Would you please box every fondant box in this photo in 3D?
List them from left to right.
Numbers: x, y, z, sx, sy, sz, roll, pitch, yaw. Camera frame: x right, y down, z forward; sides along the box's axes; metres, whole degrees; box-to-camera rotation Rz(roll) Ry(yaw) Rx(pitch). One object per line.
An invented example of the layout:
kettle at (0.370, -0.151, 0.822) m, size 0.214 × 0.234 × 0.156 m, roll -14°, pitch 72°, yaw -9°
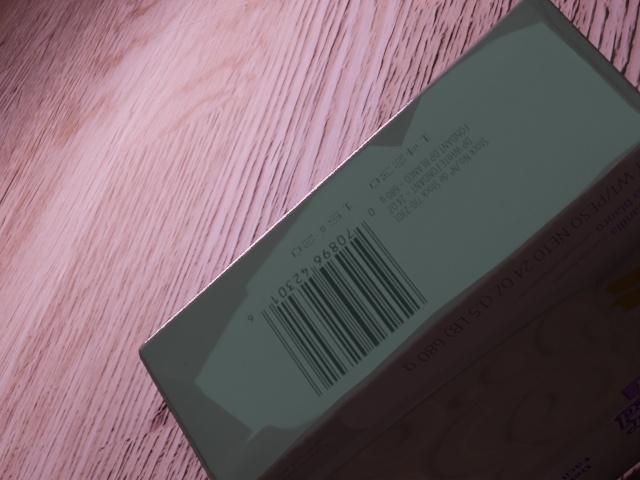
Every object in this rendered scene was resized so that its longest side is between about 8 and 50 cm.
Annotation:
fondant box at (0.098, 0.053, 0.651) m, size 0.238 × 0.330 × 0.096 m, roll -42°, pitch 58°, yaw 9°
